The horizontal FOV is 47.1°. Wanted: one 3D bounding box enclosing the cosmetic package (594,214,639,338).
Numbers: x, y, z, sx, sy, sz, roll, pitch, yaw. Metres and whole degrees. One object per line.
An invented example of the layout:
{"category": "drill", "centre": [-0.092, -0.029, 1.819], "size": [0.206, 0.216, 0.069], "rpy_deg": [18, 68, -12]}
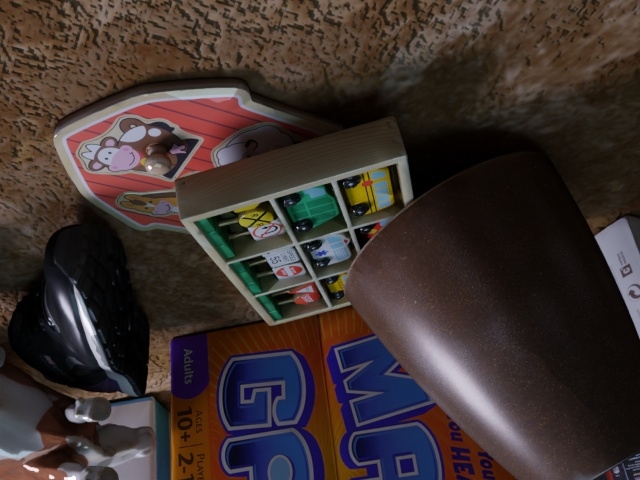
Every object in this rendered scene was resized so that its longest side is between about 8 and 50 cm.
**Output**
{"category": "cosmetic package", "centre": [0.359, 0.085, 0.792], "size": [0.183, 0.151, 0.151], "rpy_deg": [8, 145, -28]}

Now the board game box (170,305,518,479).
{"category": "board game box", "centre": [0.045, 0.317, 0.898], "size": [0.356, 0.357, 0.357], "rpy_deg": [-10, 150, 5]}

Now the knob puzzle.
{"category": "knob puzzle", "centre": [-0.105, -0.052, 0.561], "size": [0.213, 0.030, 0.213], "rpy_deg": [-6, 150, -4]}

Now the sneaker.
{"category": "sneaker", "centre": [-0.241, 0.082, 0.687], "size": [0.124, 0.107, 0.283], "rpy_deg": [1, 149, -4]}

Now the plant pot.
{"category": "plant pot", "centre": [0.166, 0.084, 0.603], "size": [0.215, 0.230, 0.215], "rpy_deg": [-24, 154, -13]}

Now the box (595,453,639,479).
{"category": "box", "centre": [0.586, 0.383, 1.266], "size": [0.307, 0.243, 0.076], "rpy_deg": [-17, 149, 13]}

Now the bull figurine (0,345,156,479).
{"category": "bull figurine", "centre": [-0.280, 0.169, 0.681], "size": [0.310, 0.101, 0.188], "rpy_deg": [28, 151, -29]}

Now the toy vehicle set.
{"category": "toy vehicle set", "centre": [0.000, 0.000, 0.632], "size": [0.165, 0.035, 0.267], "rpy_deg": [-16, 155, 4]}

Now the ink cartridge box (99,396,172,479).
{"category": "ink cartridge box", "centre": [-0.289, 0.373, 1.066], "size": [0.198, 0.197, 0.270], "rpy_deg": [-10, 150, 4]}
